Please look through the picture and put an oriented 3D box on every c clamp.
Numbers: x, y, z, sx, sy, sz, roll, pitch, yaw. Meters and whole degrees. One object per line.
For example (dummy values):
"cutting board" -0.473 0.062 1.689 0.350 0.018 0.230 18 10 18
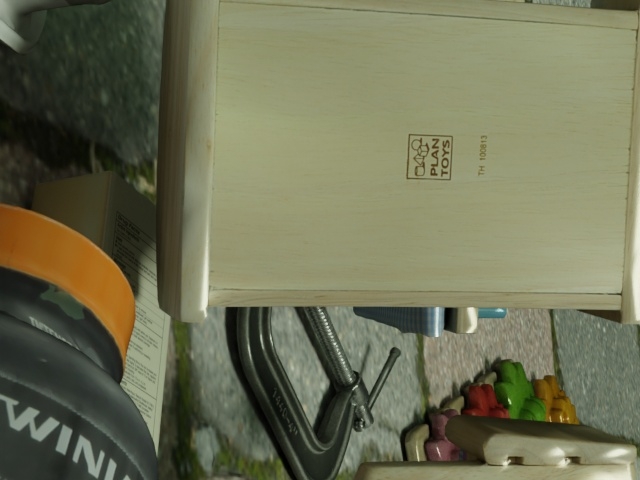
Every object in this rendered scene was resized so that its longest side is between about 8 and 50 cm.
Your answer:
"c clamp" -0.005 0.062 0.868 0.161 0.022 0.137 64 34 -39

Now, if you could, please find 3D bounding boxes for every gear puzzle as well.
"gear puzzle" 0.147 0.179 1.140 0.339 0.044 0.176 -20 101 -66

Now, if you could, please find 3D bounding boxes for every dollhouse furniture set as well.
"dollhouse furniture set" 0.000 0.000 0.760 0.303 0.198 0.287 -163 -105 -73

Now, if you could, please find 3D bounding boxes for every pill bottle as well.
"pill bottle" -0.121 0.106 0.444 0.130 0.130 0.246 58 32 -43

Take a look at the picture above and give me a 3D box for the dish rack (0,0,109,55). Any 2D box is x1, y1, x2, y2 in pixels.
"dish rack" -0.115 -0.254 0.549 0.285 0.072 0.333 51 32 -80

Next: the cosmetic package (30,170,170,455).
"cosmetic package" -0.093 0.036 0.641 0.060 0.041 0.115 46 42 -54
